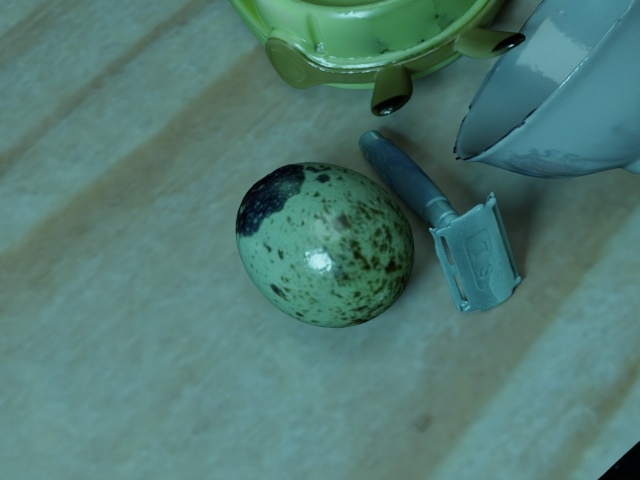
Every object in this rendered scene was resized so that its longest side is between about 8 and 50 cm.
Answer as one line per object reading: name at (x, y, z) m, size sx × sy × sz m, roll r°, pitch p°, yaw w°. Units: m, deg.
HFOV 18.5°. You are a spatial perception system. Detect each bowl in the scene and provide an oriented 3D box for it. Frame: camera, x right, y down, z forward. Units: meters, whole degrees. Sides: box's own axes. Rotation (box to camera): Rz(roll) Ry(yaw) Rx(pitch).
bowl at (0.162, -0.091, 1.044) m, size 0.086 × 0.189 × 0.189 m, roll 39°, pitch 65°, yaw -9°

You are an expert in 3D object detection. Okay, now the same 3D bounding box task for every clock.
clock at (0.035, -0.160, 1.157) m, size 0.170 × 0.069 × 0.232 m, roll -26°, pitch 52°, yaw -4°

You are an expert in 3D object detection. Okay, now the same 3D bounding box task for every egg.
egg at (0.000, 0.000, 1.039) m, size 0.085 × 0.085 × 0.110 m, roll -40°, pitch 50°, yaw -15°

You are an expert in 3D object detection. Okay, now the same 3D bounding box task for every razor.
razor at (0.055, -0.023, 1.070) m, size 0.040 × 0.068 × 0.135 m, roll -29°, pitch 40°, yaw -10°

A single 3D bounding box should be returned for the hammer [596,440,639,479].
hammer at (0.319, 0.174, 0.824) m, size 0.242 × 0.095 × 0.409 m, roll -34°, pitch 55°, yaw -11°
